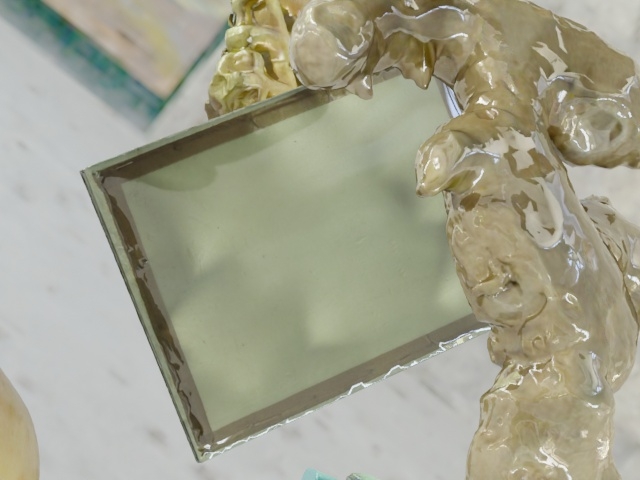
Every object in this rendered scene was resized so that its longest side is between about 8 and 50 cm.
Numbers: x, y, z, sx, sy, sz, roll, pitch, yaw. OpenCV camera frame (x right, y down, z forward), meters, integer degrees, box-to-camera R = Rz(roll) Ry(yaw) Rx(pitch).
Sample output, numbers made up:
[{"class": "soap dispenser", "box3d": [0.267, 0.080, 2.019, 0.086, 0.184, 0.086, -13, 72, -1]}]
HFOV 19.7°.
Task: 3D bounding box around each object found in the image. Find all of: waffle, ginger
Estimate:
[{"class": "waffle", "box3d": [0.005, -0.078, 1.270, 0.254, 0.052, 0.245, 60, 30, -25]}, {"class": "ginger", "box3d": [0.088, 0.019, 0.639, 0.149, 0.065, 0.259, -21, 86, -37]}]

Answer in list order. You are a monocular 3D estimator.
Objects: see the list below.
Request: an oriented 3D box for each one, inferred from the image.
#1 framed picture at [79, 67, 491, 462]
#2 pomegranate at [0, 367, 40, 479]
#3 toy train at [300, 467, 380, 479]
[{"class": "framed picture", "box3d": [0.000, 0.000, 1.015, 0.010, 0.231, 0.173, -15, -84, 66]}, {"class": "pomegranate", "box3d": [-0.294, 0.123, 0.989, 0.270, 0.229, 0.252, 16, -20, 28]}, {"class": "toy train", "box3d": [0.003, 0.299, 1.604, 0.112, 0.203, 0.163, 25, -7, -9]}]
